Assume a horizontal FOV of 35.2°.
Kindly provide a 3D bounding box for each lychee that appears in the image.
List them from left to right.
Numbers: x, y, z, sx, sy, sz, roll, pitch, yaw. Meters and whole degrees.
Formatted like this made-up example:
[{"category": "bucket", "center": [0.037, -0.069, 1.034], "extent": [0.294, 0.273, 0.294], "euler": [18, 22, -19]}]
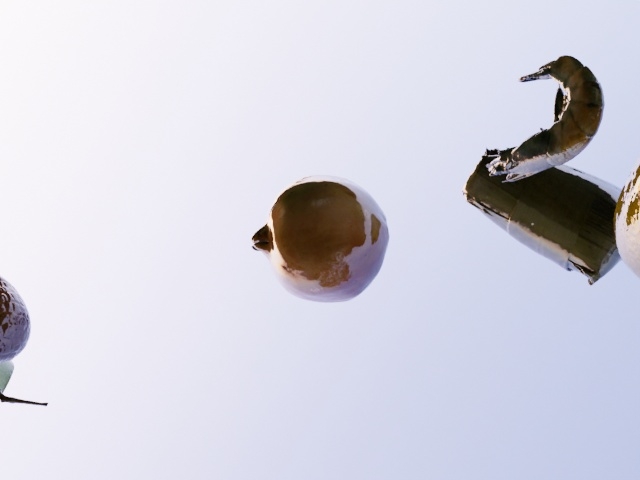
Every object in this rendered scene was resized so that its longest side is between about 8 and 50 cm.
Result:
[{"category": "lychee", "center": [-0.341, 0.095, 1.016], "extent": [0.114, 0.101, 0.140], "euler": [-15, -132, 12]}]

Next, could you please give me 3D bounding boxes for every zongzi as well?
[{"category": "zongzi", "center": [0.396, -0.063, 1.647], "extent": [0.274, 0.300, 0.145], "euler": [32, -66, 19]}]

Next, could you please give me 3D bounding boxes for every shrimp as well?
[{"category": "shrimp", "center": [0.290, -0.159, 1.330], "extent": [0.217, 0.051, 0.150], "euler": [-30, -123, 53]}]

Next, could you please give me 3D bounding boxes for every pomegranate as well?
[{"category": "pomegranate", "center": [0.006, 0.000, 1.555], "extent": [0.209, 0.209, 0.209], "euler": [-22, -137, 22]}]

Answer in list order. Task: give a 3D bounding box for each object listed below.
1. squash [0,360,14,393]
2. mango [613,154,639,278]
[{"category": "squash", "center": [-0.430, 0.218, 1.184], "extent": [0.220, 0.133, 0.220], "euler": [-43, -161, 19]}, {"category": "mango", "center": [0.469, -0.069, 1.148], "extent": [0.253, 0.365, 0.182], "euler": [-33, -114, -25]}]
